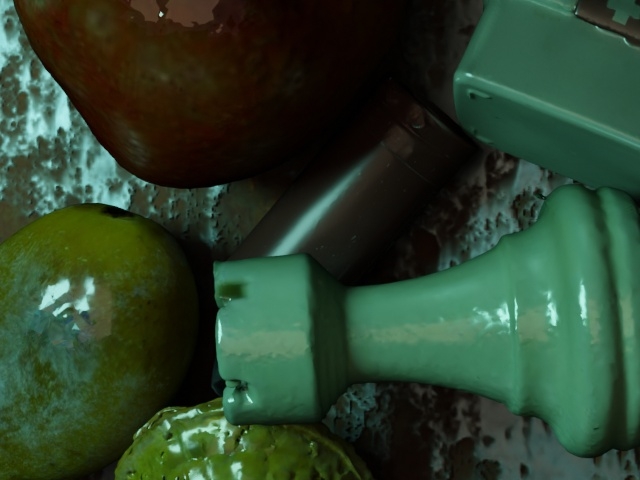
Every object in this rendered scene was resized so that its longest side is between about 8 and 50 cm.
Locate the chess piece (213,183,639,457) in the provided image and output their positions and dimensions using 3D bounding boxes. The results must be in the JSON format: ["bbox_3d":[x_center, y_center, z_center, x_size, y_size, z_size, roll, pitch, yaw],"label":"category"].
[{"bbox_3d":[0.078,0.064,1.117,0.299,0.194,0.194,-4,89,0],"label":"chess piece"}]

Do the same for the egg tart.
[{"bbox_3d":[-0.058,0.212,1.206,0.213,0.090,0.212,5,125,6],"label":"egg tart"}]

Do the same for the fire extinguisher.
[{"bbox_3d":[0.000,0.000,1.218,0.105,0.105,0.269,44,101,12],"label":"fire extinguisher"}]

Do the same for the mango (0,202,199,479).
[{"bbox_3d":[-0.219,0.105,1.269,0.193,0.146,0.316,45,115,12],"label":"mango"}]

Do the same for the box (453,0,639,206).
[{"bbox_3d":[0.205,-0.115,1.131,0.210,0.148,0.129,23,77,15],"label":"box"}]

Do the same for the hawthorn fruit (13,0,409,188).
[{"bbox_3d":[-0.084,-0.175,1.146,0.295,0.295,0.311,11,128,16],"label":"hawthorn fruit"}]
